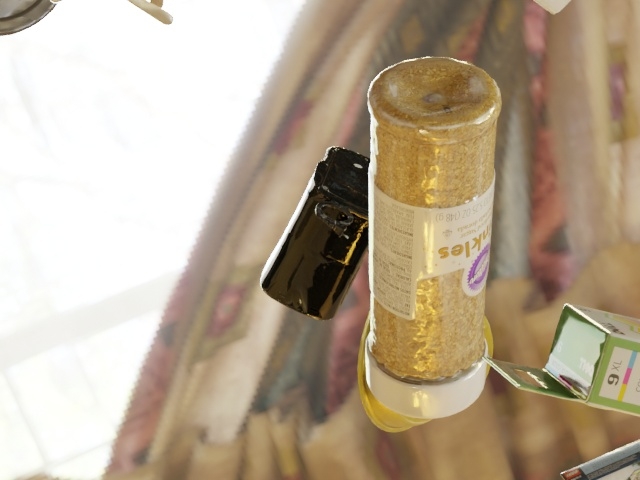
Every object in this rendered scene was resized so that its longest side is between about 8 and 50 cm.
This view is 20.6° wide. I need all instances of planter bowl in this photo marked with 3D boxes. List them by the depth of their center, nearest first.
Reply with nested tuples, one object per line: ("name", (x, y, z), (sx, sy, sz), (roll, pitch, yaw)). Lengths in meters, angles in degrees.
("planter bowl", (0.143, 0.131, 2.089), (0.090, 0.217, 0.217), (12, -144, 36))

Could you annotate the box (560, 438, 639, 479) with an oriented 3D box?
("box", (0.362, 0.316, 1.834), (0.159, 0.233, 0.044), (-23, -161, -4))

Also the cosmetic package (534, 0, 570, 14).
("cosmetic package", (0.233, -0.317, 1.479), (0.231, 0.085, 0.117), (-43, -123, 16))

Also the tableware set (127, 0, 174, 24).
("tableware set", (-0.169, -0.262, 1.357), (0.039, 0.194, 0.128), (8, -110, 57))

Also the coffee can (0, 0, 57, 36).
("coffee can", (-0.416, -0.310, 1.894), (0.201, 0.201, 0.275), (-33, -160, -31))

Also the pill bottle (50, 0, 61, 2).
("pill bottle", (-0.274, -0.322, 1.701), (0.094, 0.169, 0.094), (-38, -175, 4))

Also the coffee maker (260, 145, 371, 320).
("coffee maker", (0.000, 0.000, 2.110), (0.120, 0.178, 0.171), (38, -146, 17))

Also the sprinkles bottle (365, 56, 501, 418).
("sprinkles bottle", (0.102, 0.004, 1.660), (0.121, 0.355, 0.121), (-1, -141, 1))

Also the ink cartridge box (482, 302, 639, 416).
("ink cartridge box", (0.245, 0.098, 1.387), (0.209, 0.062, 0.109), (13, -172, -12))
